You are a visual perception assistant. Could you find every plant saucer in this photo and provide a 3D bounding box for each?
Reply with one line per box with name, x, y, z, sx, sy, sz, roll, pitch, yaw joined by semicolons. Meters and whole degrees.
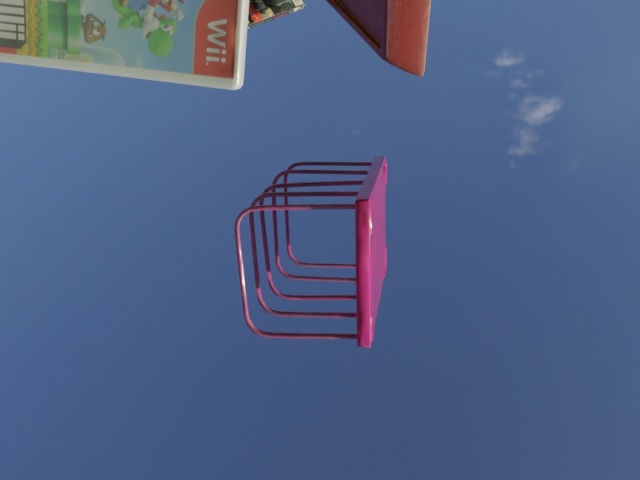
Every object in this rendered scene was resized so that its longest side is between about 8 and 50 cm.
plant saucer;0.047;-0.365;0.776;0.047;0.259;0.259;-24;-124;-13

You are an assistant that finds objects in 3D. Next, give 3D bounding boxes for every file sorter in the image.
file sorter;0.000;0.000;0.948;0.182;0.202;0.291;1;-162;10

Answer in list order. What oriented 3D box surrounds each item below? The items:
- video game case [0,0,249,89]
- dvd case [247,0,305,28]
video game case;-0.199;-0.246;0.525;0.284;0.204;0.025;7;-162;3
dvd case;-0.090;-0.355;0.904;0.119;0.013;0.087;-32;-91;-29
